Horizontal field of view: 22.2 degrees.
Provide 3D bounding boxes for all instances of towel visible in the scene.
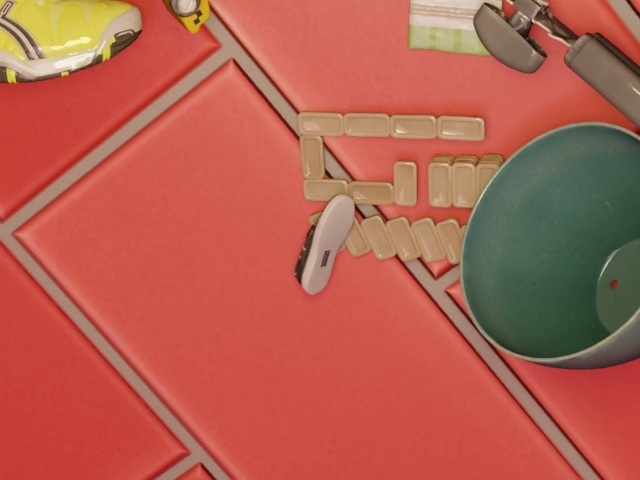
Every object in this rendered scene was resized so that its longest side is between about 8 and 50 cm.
[{"bbox_3d":[0.164,-0.298,1.940,0.113,0.023,0.152,7,113,6],"label":"towel"}]

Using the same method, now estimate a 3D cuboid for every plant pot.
[{"bbox_3d":[0.338,0.029,1.930,0.290,0.290,0.195,-44,137,19],"label":"plant pot"}]

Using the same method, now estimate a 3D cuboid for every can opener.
[{"bbox_3d":[0.299,-0.191,1.873,0.283,0.076,0.095,44,113,15],"label":"can opener"}]

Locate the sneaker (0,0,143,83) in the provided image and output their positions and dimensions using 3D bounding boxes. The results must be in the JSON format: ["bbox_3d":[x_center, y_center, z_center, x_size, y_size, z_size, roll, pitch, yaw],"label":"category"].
[{"bbox_3d":[-0.405,-0.275,1.947,0.384,0.145,0.147,0,111,5],"label":"sneaker"}]

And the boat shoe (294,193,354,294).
[{"bbox_3d":[0.000,0.000,2.042,0.049,0.040,0.142,-2,122,-41],"label":"boat shoe"}]

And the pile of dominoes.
[{"bbox_3d":[0.101,-0.070,2.033,0.251,0.040,0.196,3,114,14],"label":"pile of dominoes"}]

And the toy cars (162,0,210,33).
[{"bbox_3d":[-0.229,-0.420,1.854,0.087,0.176,0.394,-35,87,-7],"label":"toy cars"}]
